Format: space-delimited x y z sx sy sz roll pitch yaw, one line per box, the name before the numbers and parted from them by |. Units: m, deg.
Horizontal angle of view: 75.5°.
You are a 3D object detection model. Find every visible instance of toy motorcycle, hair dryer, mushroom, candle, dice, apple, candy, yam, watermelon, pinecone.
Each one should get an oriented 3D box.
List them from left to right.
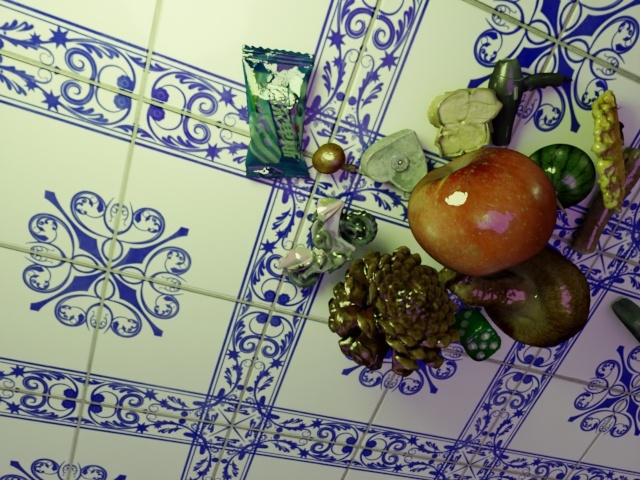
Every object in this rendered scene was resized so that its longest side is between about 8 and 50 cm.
candy | -0.109 -0.319 1.072 0.186 0.077 0.332 2 114 -6
toy motorcycle | 0.000 0.000 1.190 0.327 0.143 0.188 -39 103 25
mushroom | 0.044 -0.222 1.135 0.129 0.073 0.088 10 68 -18
pinecone | 0.175 0.220 1.180 0.383 0.384 0.385 -3 112 -6
candle | 0.217 -0.229 1.155 0.192 0.068 0.169 15 109 -17
dice | 0.515 0.311 1.379 0.120 0.128 0.131 -40 111 8
apple | 0.406 -0.074 1.057 0.348 0.348 0.277 -31 103 5
mushroom | 0.579 0.154 1.200 0.356 0.334 0.331 -5 152 -39
hair dryer | 0.588 -0.394 1.135 0.271 0.091 0.236 -15 122 -5
watermelon | 0.657 -0.172 1.158 0.187 0.215 0.188 24 138 24
yam | 0.895 -0.114 1.285 0.081 0.081 0.357 14 109 -13

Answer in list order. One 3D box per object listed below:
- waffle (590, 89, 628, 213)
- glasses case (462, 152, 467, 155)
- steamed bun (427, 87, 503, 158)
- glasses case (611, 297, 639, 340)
waffle | 0.800 -0.243 1.141 0.060 0.307 0.312 -3 135 42
glasses case | 0.493 -0.190 1.205 0.197 0.049 0.076 38 97 -7
steamed bun | 0.388 -0.330 1.119 0.192 0.106 0.178 -18 117 9
glasses case | 1.167 0.334 1.473 0.323 0.131 0.074 40 107 -20
